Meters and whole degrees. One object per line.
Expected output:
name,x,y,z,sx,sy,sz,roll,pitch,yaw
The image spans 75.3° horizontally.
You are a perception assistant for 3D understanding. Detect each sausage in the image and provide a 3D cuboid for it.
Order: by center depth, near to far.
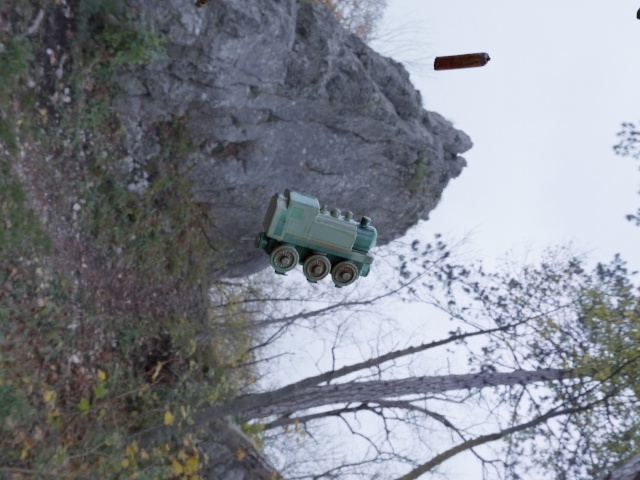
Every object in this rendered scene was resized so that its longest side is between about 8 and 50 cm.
sausage,0.324,-0.408,0.946,0.129,0.034,0.034,13,-77,38

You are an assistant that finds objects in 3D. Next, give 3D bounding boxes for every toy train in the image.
toy train,0.000,0.000,0.648,0.081,0.194,0.125,-119,-133,-64

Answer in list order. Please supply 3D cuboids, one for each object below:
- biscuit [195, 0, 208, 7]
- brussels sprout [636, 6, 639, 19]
biscuit,-0.313,-0.665,1.132,0.091,0.015,0.078,1,-121,43
brussels sprout,0.663,-0.319,0.494,0.361,0.342,0.425,-167,-120,-71
